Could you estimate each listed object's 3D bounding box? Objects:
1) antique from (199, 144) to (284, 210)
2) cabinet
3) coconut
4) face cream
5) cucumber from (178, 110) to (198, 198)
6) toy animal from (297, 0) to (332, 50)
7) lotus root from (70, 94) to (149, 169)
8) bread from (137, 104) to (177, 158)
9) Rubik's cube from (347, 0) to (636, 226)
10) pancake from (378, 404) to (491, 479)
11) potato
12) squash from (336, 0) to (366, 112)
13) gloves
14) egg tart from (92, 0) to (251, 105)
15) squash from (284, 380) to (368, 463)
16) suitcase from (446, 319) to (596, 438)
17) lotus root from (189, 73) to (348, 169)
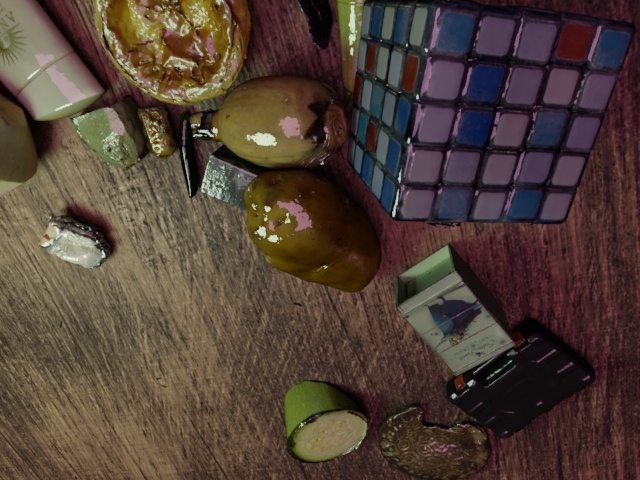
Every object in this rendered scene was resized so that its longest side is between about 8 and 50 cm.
[{"bbox_3d":[-0.142,-0.116,0.987,0.183,0.086,0.088,23,117,-3],"label":"antique"},{"bbox_3d":[0.281,0.145,1.014,0.145,0.150,0.206,-37,105,23],"label":"cabinet"},{"bbox_3d":[-0.703,-0.203,0.948,0.259,0.259,0.259,3,116,7],"label":"coconut"},{"bbox_3d":[-0.594,-0.394,0.924,0.174,0.081,0.348,-27,108,20],"label":"face cream"},{"bbox_3d":[-0.282,-0.180,1.008,0.036,0.033,0.184,16,119,29],"label":"cucumber"},{"bbox_3d":[-0.038,-0.485,0.763,0.160,0.272,0.197,18,77,5],"label":"toy animal"},{"bbox_3d":[-0.431,-0.217,0.991,0.143,0.070,0.144,-22,111,18],"label":"lotus root"},{"bbox_3d":[-0.334,-0.222,0.981,0.066,0.060,0.110,2,116,25],"label":"bread"},{"bbox_3d":[0.220,-0.209,0.738,0.292,0.287,0.293,-2,118,-12],"label":"Rubik's cube"},{"bbox_3d":[0.299,0.542,1.269,0.288,0.033,0.286,-21,109,17],"label":"pancake"},{"bbox_3d":[0.000,0.000,0.939,0.195,0.176,0.369,-53,133,-3],"label":"potato"},{"bbox_3d":[0.064,-0.339,0.856,0.094,0.094,0.224,7,122,5],"label":"squash"},{"bbox_3d":[-0.569,0.000,1.118,0.153,0.070,0.114,29,108,-13],"label":"gloves"},{"bbox_3d":[-0.257,-0.387,0.856,0.291,0.115,0.290,5,126,8],"label":"egg tart"},{"bbox_3d":[0.012,0.481,1.258,0.220,0.133,0.220,-4,119,-7],"label":"squash"},{"bbox_3d":[0.465,0.334,1.123,0.206,0.066,0.285,36,115,-10],"label":"suitcase"},{"bbox_3d":[-0.101,-0.215,0.883,0.310,0.183,0.182,4,117,25],"label":"lotus root"}]
